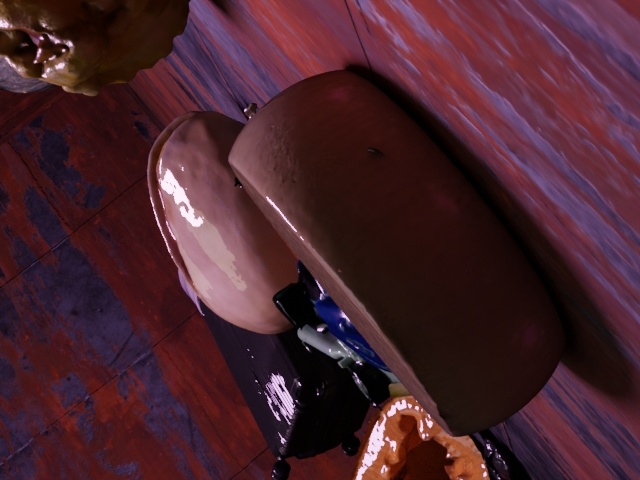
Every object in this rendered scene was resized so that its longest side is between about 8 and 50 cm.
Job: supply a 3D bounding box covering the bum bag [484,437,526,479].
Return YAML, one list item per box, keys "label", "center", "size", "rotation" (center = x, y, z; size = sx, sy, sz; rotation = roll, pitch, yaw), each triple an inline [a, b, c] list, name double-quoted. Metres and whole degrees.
- label: "bum bag"
  center: [0.240, 0.300, 1.674]
  size: [0.124, 0.034, 0.058]
  rotation: [56, -179, -39]

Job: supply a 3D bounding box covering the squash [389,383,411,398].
- label: "squash"
  center: [0.074, 0.137, 1.747]
  size: [0.184, 0.085, 0.192]
  rotation: [46, 171, 48]

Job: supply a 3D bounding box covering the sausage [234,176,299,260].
- label: "sausage"
  center: [0.000, 0.000, 1.462]
  size: [0.264, 0.083, 0.083]
  rotation: [55, 175, -39]

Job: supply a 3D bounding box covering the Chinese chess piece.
- label: "Chinese chess piece"
  center: [0.050, 0.008, 0.892]
  size: [0.273, 0.102, 0.273]
  rotation: [50, 177, 4]

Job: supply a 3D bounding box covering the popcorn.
- label: "popcorn"
  center: [-0.227, -0.231, 1.154]
  size: [0.200, 0.203, 0.226]
  rotation: [44, 164, 17]

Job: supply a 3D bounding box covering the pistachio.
- label: "pistachio"
  center: [-0.101, -0.020, 1.633]
  size: [0.299, 0.187, 0.187]
  rotation: [57, 174, -14]

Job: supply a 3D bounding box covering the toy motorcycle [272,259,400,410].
- label: "toy motorcycle"
  center: [0.047, 0.061, 1.276]
  size: [0.196, 0.125, 0.331]
  rotation: [55, 172, -11]

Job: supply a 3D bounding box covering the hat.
- label: "hat"
  center: [0.191, 0.331, 1.814]
  size: [0.233, 0.233, 0.244]
  rotation: [2, -119, -52]

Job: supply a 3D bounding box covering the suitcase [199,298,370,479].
- label: "suitcase"
  center: [-0.053, 0.142, 1.927]
  size: [0.335, 0.152, 0.229]
  rotation: [59, 151, 30]

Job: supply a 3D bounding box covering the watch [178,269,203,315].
- label: "watch"
  center: [-0.149, 0.067, 2.552]
  size: [0.248, 0.217, 0.211]
  rotation: [56, 174, -35]

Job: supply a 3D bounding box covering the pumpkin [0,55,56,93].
- label: "pumpkin"
  center: [-0.500, -0.406, 2.118]
  size: [0.327, 0.257, 0.291]
  rotation: [45, -172, -4]
